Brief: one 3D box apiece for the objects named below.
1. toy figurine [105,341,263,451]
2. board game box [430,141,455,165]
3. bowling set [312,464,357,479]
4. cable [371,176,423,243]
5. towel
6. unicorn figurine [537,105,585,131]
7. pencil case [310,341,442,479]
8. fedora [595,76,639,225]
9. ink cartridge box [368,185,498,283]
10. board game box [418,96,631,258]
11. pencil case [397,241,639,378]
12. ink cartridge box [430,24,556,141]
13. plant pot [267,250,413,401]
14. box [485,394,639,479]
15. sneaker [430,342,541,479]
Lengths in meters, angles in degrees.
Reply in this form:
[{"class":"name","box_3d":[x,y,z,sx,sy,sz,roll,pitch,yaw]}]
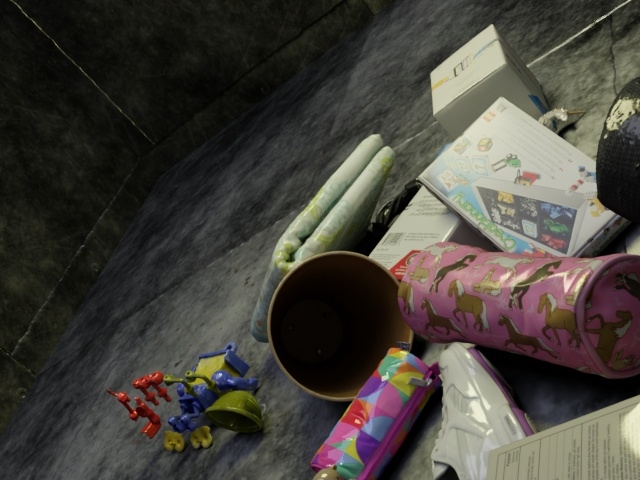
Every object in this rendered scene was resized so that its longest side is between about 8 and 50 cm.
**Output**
[{"class":"toy figurine","box_3d":[-0.222,0.263,1.847,0.363,0.191,0.217,-20,26,46]},{"class":"board game box","box_3d":[0.274,-0.173,1.969,0.090,0.020,0.090,-54,21,-24]},{"class":"bowling set","box_3d":[0.014,0.410,1.139,0.200,0.154,0.287,-16,34,52]},{"class":"cable","box_3d":[0.164,-0.050,1.914,0.184,0.047,0.150,-29,33,56]},{"class":"towel","box_3d":[0.000,0.000,1.824,0.374,0.090,0.320,-51,-12,-30]},{"class":"unicorn figurine","box_3d":[0.398,-0.186,1.695,0.162,0.060,0.111,-42,9,24]},{"class":"pencil case","box_3d":[0.085,0.264,1.374,0.236,0.104,0.104,-53,22,-19]},{"class":"fedora","box_3d":[0.433,-0.118,1.122,0.153,0.334,0.334,21,64,36]},{"class":"ink cartridge box","box_3d":[0.218,-0.004,1.612,0.272,0.114,0.197,-52,22,-17]},{"class":"board game box","box_3d":[0.317,-0.075,1.446,0.193,0.053,0.305,-44,51,1]},{"class":"pencil case","box_3d":[0.272,0.084,1.248,0.167,0.160,0.386,-38,19,-23]},{"class":"ink cartridge box","box_3d":[0.332,-0.279,1.847,0.168,0.171,0.232,-36,21,22]},{"class":"plant pot","box_3d":[0.008,0.148,1.599,0.237,0.237,0.254,-49,5,-13]},{"class":"box","box_3d":[0.318,0.247,0.923,0.311,0.121,0.148,-30,25,34]},{"class":"sneaker","box_3d":[0.186,0.236,1.204,0.152,0.114,0.305,-40,20,8]}]
